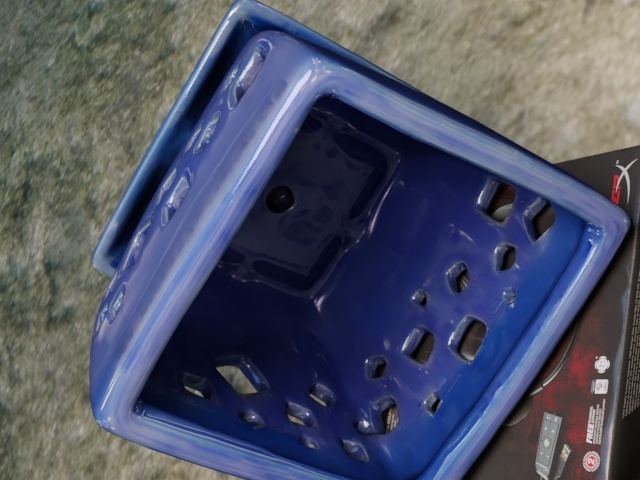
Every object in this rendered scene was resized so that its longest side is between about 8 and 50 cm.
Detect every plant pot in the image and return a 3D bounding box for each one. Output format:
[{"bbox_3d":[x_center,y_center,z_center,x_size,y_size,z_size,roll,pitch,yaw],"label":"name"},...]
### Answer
[{"bbox_3d":[0.000,0.000,0.719,0.236,0.236,0.212,-58,29,14],"label":"plant pot"}]

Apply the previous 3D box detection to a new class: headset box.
[{"bbox_3d":[0.125,0.074,0.804,0.293,0.110,0.218,-10,64,52],"label":"headset box"}]
